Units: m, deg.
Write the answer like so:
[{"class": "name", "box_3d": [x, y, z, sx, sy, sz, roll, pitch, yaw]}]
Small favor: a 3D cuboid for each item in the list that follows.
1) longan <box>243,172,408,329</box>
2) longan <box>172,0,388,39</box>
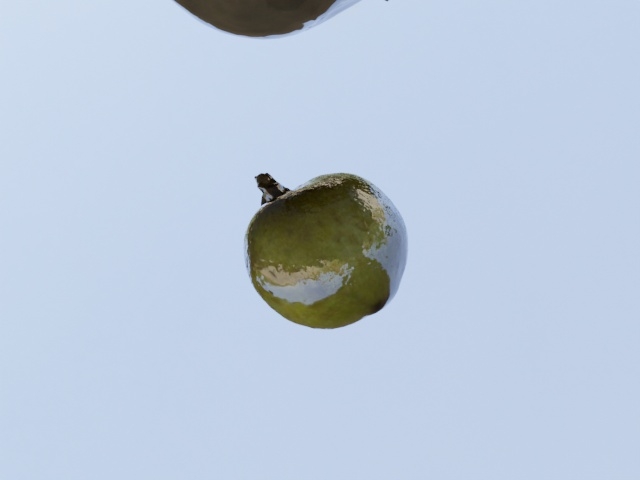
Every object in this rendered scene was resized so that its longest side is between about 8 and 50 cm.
[{"class": "longan", "box_3d": [0.000, 0.000, 1.443, 0.145, 0.176, 0.154, -41, 166, 16]}, {"class": "longan", "box_3d": [-0.037, -0.328, 1.478, 0.297, 0.297, 0.297, -23, -151, 13]}]
